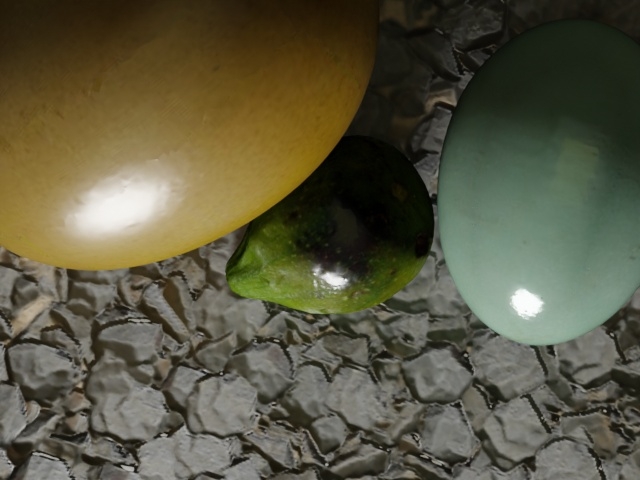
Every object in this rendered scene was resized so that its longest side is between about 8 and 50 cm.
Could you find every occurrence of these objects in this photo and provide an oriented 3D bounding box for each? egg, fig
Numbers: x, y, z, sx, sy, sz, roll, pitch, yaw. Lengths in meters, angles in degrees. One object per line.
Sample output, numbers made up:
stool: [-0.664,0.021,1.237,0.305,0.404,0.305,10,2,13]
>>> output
egg: [0.166,-0.040,1.122,0.168,0.168,0.231,10,97,-4]
fig: [0.000,0.000,1.157,0.156,0.123,0.123,-29,97,37]
egg: [-0.111,-0.119,1.059,0.322,0.250,0.250,-39,96,9]
